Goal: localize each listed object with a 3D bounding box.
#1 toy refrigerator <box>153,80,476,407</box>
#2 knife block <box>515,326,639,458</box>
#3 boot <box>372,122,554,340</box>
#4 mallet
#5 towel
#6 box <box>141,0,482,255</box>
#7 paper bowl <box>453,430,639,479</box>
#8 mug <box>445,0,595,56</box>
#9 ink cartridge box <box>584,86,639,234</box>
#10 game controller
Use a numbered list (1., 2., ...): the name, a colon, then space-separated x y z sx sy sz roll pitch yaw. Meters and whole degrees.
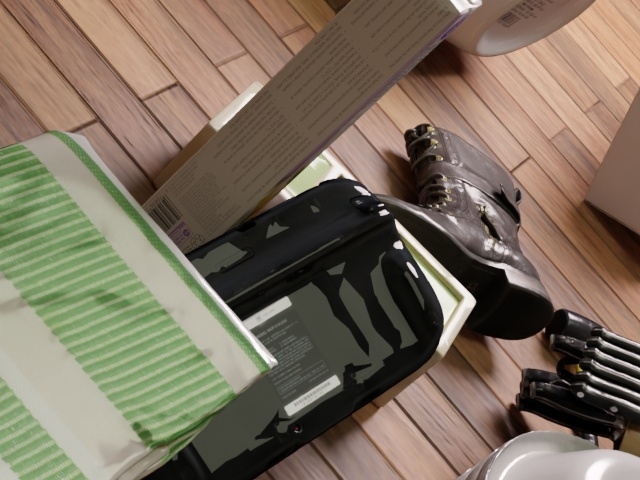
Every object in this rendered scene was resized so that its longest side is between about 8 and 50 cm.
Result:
1. toy refrigerator: 0.000 0.000 1.342 0.269 0.094 0.102 45 34 -3
2. knife block: 0.307 0.190 1.406 0.276 0.242 0.088 50 45 -21
3. boot: 0.108 -0.031 1.517 0.263 0.091 0.229 29 32 -31
4. mallet: 0.260 0.152 1.529 0.062 0.039 0.190 19 47 -30
5. towel: -0.209 0.078 1.013 0.248 0.038 0.325 50 52 5
6. box: -0.018 -0.093 1.211 0.067 0.324 0.063 49 26 3
7. paper bowl: 0.222 0.280 1.255 0.284 0.148 0.284 30 36 -25
8. mug: 0.176 -0.374 1.799 0.328 0.276 0.374 64 6 14
9. ink cartridge box: 0.447 -0.131 1.840 0.121 0.211 0.289 34 28 21
10. game controller: -0.042 0.072 1.186 0.319 0.067 0.166 -29 94 -36
